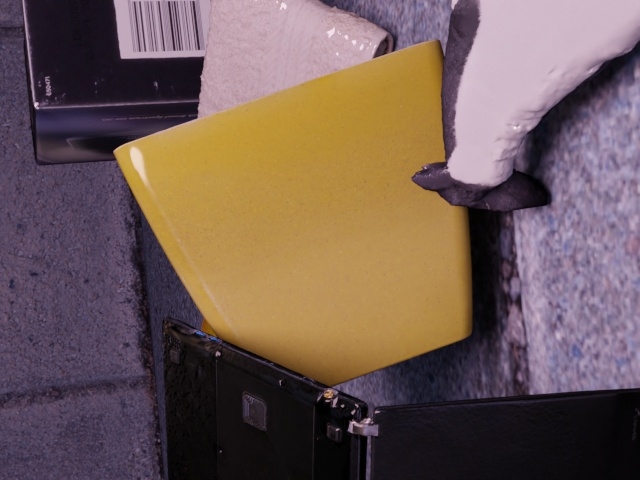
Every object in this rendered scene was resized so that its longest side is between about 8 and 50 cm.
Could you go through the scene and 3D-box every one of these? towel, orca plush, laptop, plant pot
[{"bbox_3d":[-0.041,-0.113,0.838,0.187,0.049,0.282,32,135,20],"label":"towel"},{"bbox_3d":[0.140,-0.132,0.445,0.151,0.102,0.287,22,140,19],"label":"orca plush"},{"bbox_3d":[0.036,0.173,0.531,0.264,0.137,0.234,16,112,41],"label":"laptop"},{"bbox_3d":[0.000,0.000,0.625,0.212,0.212,0.187,144,106,-86],"label":"plant pot"}]

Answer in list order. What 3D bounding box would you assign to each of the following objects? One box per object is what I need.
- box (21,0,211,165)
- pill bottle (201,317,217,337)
[{"bbox_3d":[-0.194,-0.206,1.033,0.294,0.296,0.182,161,103,-72],"label":"box"},{"bbox_3d":[-0.080,0.108,1.051,0.208,0.118,0.117,144,119,-69],"label":"pill bottle"}]
